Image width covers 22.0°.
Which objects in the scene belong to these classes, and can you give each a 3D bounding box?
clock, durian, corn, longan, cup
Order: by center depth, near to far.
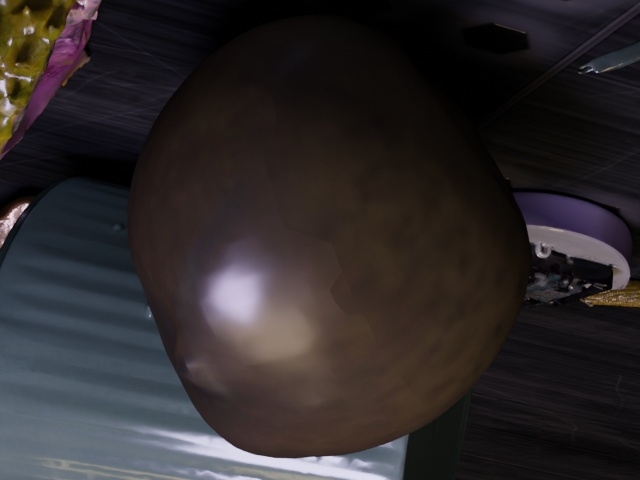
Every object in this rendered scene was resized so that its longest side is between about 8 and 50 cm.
[{"bbox_3d":[-0.213,-0.122,1.047,0.154,0.186,0.260,6,151,-12],"label":"durian"},{"bbox_3d":[0.000,0.000,1.130,0.288,0.288,0.350,3,154,19],"label":"longan"},{"bbox_3d":[0.192,0.020,1.435,0.172,0.064,0.198,17,163,-20],"label":"clock"},{"bbox_3d":[-0.070,0.095,1.466,0.392,0.401,0.310,10,135,15],"label":"cup"},{"bbox_3d":[0.279,0.050,1.545,0.083,0.028,0.027,4,-177,15],"label":"corn"}]

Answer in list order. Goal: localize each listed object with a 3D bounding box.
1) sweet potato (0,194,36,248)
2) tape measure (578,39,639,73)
[{"bbox_3d":[-0.306,0.019,1.646,0.097,0.097,0.252,15,161,-19],"label":"sweet potato"},{"bbox_3d":[0.198,-0.172,0.760,0.164,0.084,0.330,20,159,-25],"label":"tape measure"}]
